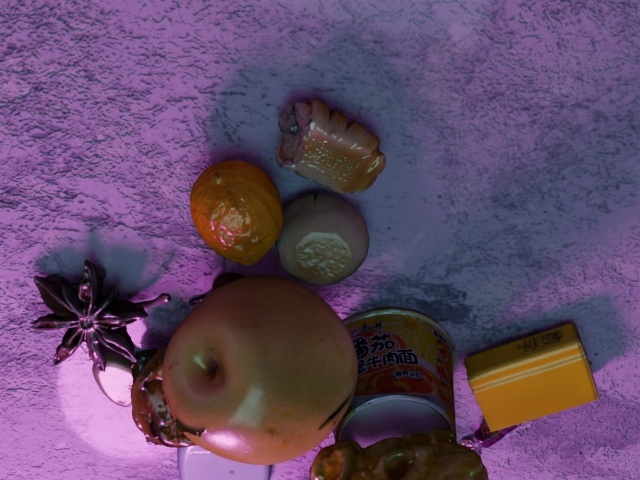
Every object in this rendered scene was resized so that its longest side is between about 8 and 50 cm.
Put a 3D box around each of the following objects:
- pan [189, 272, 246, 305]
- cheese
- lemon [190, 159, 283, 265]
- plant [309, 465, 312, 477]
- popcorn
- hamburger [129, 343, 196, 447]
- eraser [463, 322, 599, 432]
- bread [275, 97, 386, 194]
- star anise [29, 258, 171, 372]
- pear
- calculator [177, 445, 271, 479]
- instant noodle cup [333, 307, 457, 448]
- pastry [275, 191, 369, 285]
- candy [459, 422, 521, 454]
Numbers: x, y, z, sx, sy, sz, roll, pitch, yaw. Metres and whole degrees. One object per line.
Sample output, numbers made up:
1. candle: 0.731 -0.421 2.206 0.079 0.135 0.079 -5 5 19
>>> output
1. pan: -0.174 0.096 1.613 0.115 0.023 0.068 -21 124 11
2. cheese: -0.381 0.220 1.682 0.097 0.037 0.192 -28 122 15
3. lemon: -0.126 -0.041 1.451 0.142 0.142 0.187 -14 127 7
4. plant: -0.005 0.573 1.806 0.297 0.261 0.306 -11 113 5
5. popcorn: 0.129 0.413 1.479 0.286 0.225 0.173 -3 119 -1
6. hamburger: -0.238 0.274 1.656 0.183 0.130 0.206 -7 115 -20
7. eraser: 0.385 0.249 1.713 0.226 0.069 0.158 -19 122 10
8. bread: 0.012 -0.140 1.423 0.177 0.084 0.119 27 121 -20
9. star anise: -0.373 0.124 1.586 0.231 0.089 0.209 8 115 -7
10. pear: -0.099 0.205 1.497 0.309 0.309 0.309 -1 124 -2
11. calculator: -0.186 0.431 1.830 0.184 0.042 0.295 1 125 -3
12. instant noodle cup: 0.124 0.276 1.643 0.264 0.200 0.264 -1 123 -1
13. pastry: 0.000 0.000 1.517 0.156 0.092 0.156 -2 118 -4
14. candy: 0.337 0.360 1.804 0.175 0.045 0.043 -42 150 22
